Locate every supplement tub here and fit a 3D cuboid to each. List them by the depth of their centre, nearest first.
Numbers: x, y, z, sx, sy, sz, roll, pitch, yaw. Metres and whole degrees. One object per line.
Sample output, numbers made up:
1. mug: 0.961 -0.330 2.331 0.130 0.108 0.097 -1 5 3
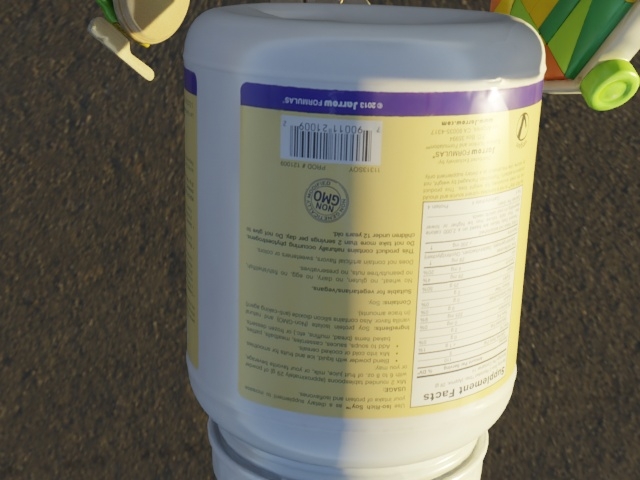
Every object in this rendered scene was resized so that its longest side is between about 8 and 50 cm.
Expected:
1. supplement tub: 0.025 0.008 0.676 0.241 0.241 0.331 1 107 -3

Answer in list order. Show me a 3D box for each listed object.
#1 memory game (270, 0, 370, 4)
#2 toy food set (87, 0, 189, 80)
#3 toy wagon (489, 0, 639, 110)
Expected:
1. memory game: -0.023 -0.162 0.907 0.186 0.186 0.012 -31 154 11
2. toy food set: -0.203 -0.294 1.112 0.132 0.039 0.192 43 68 -54
3. toy wagon: 0.292 -0.312 0.958 0.068 0.267 0.344 3 140 -28
